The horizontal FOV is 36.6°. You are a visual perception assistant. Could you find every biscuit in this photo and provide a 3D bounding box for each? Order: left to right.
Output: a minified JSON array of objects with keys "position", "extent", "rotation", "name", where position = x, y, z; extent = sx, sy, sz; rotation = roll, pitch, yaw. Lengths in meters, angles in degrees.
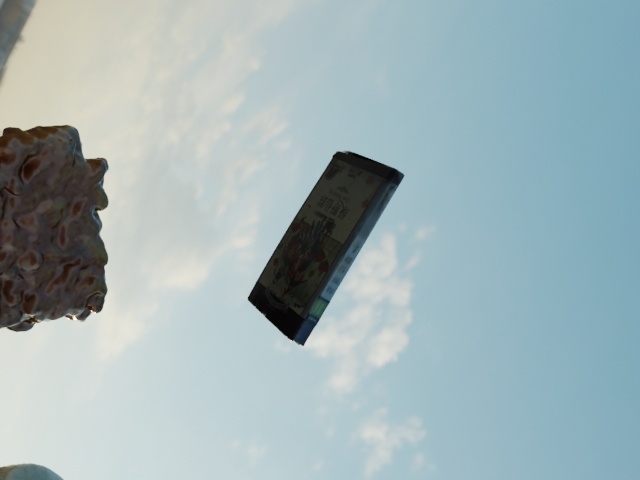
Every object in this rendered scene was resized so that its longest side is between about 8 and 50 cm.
[{"position":[-0.446,-0.011,1.355],"extent":[0.110,0.312,0.318],"rotation":[20,-70,47],"name":"biscuit"}]

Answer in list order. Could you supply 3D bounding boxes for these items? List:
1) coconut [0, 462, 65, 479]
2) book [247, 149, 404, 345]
[{"position":[-0.545,0.571,1.604],"extent":[0.415,0.344,0.415],"rotation":[-11,-116,24],"name":"coconut"},{"position":[-0.001,0.000,1.168],"extent":[0.231,0.026,0.157],"rotation":[-59,-152,0],"name":"book"}]
